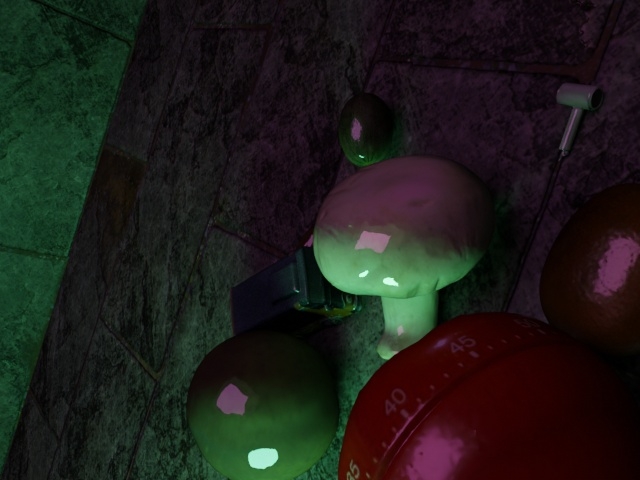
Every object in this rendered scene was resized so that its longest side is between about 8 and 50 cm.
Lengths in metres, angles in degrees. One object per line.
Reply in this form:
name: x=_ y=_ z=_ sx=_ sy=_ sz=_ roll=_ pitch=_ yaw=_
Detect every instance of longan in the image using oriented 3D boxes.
longan: x=-0.116 y=0.327 z=1.241 sx=0.318 sy=0.318 sz=0.319 roll=-18 pitch=65 yaw=45

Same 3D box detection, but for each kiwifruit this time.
kiwifruit: x=0.393 y=0.046 z=0.818 sx=0.196 sy=0.195 sz=0.234 roll=48 pitch=118 yaw=45

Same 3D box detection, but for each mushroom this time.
mushroom: x=0.120 y=0.006 z=1.055 sx=0.315 sy=0.315 sz=0.356 roll=21 pitch=82 yaw=50

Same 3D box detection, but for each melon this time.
melon: x=0.094 y=-0.235 z=1.300 sx=0.114 sy=0.114 sz=0.168 roll=-13 pitch=70 yaw=46

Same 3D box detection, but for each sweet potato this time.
sweet potato: x=0.001 y=-0.001 z=1.368 sx=0.269 sy=0.074 sz=0.075 roll=-50 pitch=46 yaw=22

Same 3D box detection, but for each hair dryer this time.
hair dryer: x=0.402 y=-0.189 z=1.003 sx=0.063 sy=0.037 sz=0.125 roll=29 pitch=108 yaw=51

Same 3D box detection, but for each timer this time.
timer: x=0.209 y=0.279 z=0.761 sx=0.378 sy=0.377 sz=0.279 roll=-64 pitch=34 yaw=13

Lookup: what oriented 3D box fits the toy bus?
toy bus: x=-0.059 y=0.123 z=1.325 sx=0.275 sy=0.167 sz=0.139 roll=-29 pitch=57 yaw=39
